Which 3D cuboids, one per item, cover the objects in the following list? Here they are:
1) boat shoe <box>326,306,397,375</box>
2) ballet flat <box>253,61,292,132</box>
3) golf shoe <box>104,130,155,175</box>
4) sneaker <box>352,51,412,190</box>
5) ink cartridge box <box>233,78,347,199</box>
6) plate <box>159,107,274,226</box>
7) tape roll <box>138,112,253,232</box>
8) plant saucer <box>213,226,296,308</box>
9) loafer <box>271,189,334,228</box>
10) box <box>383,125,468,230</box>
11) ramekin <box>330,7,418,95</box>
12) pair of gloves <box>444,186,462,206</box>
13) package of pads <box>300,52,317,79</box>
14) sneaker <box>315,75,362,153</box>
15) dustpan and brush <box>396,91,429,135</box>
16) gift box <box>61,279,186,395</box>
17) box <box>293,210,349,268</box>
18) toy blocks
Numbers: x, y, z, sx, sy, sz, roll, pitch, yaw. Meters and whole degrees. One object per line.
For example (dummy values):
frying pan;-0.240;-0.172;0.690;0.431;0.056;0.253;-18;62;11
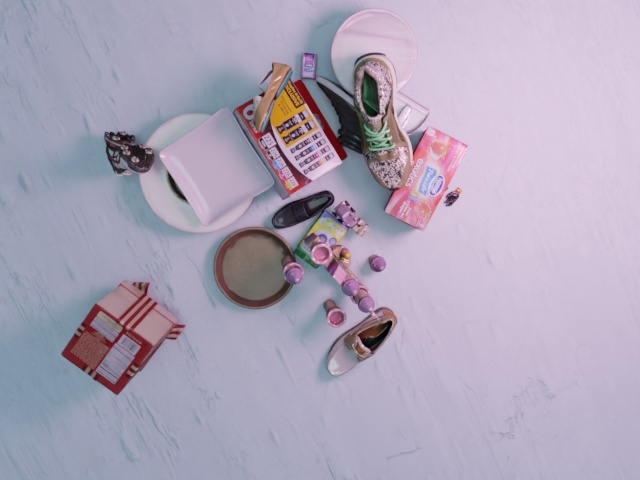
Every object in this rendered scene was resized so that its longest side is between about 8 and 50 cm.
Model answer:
boat shoe;0.131;0.344;1.994;0.113;0.103;0.302;43;95;-5
ballet flat;-0.157;-0.421;1.746;0.073;0.080;0.233;24;71;-2
golf shoe;-0.592;-0.248;1.857;0.105;0.273;0.120;-7;120;-35
sneaker;0.161;-0.335;1.744;0.157;0.182;0.411;-10;105;22
ink cartridge box;-0.080;-0.331;1.862;0.271;0.130;0.310;-34;97;-13
plate;-0.321;-0.227;1.858;0.277;0.045;0.278;-31;97;14
tape roll;-0.389;-0.219;1.933;0.391;0.072;0.393;0;96;-1
plant saucer;-0.217;0.090;1.990;0.277;0.041;0.278;0;98;-1
loafer;-0.059;-0.102;1.948;0.223;0.078;0.076;-25;96;3
box;0.329;-0.194;1.901;0.142;0.154;0.300;27;95;1
ramekin;0.163;-0.573;1.866;0.272;0.127;0.273;0;98;0
pair of gloves;0.421;-0.159;1.981;0.083;0.010;0.074;35;94;-7
package of pads;-0.037;-0.558;1.913;0.050;0.032;0.084;3;97;-4
sneaker;0.071;-0.392;1.902;0.295;0.104;0.147;41;112;6
dustpan and brush;0.247;-0.366;1.926;0.147;0.060;0.211;30;96;-4
gift box;-0.607;0.291;1.900;0.255;0.258;0.276;42;103;-5
box;0.000;0.000;1.980;0.105;0.043;0.179;36;98;-6
toy blocks;0.074;0.095;1.853;0.309;0.260;0.289;-42;110;2
